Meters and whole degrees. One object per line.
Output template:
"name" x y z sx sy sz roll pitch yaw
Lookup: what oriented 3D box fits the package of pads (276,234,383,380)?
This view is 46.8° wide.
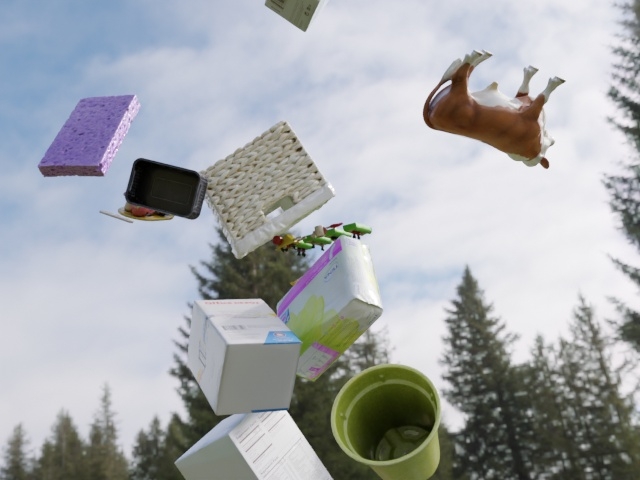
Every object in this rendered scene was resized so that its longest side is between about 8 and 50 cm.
"package of pads" 0.013 0.162 1.725 0.101 0.229 0.296 25 -57 -26

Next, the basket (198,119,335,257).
"basket" -0.171 -0.138 2.158 0.328 0.266 0.331 -33 2 -8

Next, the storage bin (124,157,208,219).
"storage bin" -0.392 -0.131 1.889 0.180 0.122 0.084 14 -1 6

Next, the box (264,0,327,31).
"box" -0.037 -0.481 1.421 0.102 0.087 0.101 33 -27 -3

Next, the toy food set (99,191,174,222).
"toy food set" -0.509 -0.104 2.127 0.128 0.071 0.218 20 15 29

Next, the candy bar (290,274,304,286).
"candy bar" -0.043 0.128 2.459 0.040 0.018 0.161 41 -38 -14

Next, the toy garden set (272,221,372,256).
"toy garden set" 0.000 0.000 2.139 0.244 0.049 0.204 -15 -13 27

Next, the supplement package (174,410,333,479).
"supplement package" -0.144 0.529 1.675 0.199 0.262 0.198 -35 -1 33

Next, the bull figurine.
"bull figurine" 0.351 -0.248 1.418 0.310 0.101 0.188 11 -66 -22

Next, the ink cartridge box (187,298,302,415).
"ink cartridge box" -0.175 0.248 1.621 0.171 0.168 0.233 2 18 -27

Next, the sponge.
"sponge" -0.408 -0.188 1.317 0.117 0.210 0.031 -1 -45 11

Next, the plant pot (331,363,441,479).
"plant pot" 0.195 0.498 1.894 0.276 0.276 0.254 -12 -43 13
